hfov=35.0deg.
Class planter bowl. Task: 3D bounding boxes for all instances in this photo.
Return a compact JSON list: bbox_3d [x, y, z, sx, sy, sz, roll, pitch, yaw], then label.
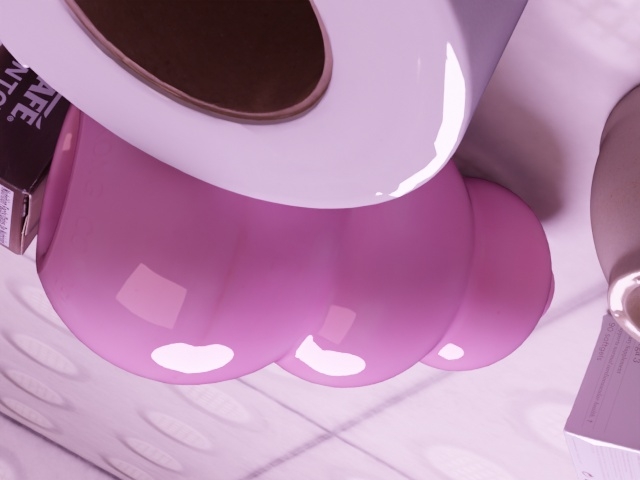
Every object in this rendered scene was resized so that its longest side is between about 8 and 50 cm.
[{"bbox_3d":[0.216,0.001,0.547,0.162,0.109,0.162,22,152,12],"label":"planter bowl"}]

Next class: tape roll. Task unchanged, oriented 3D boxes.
[{"bbox_3d":[-0.021,-0.153,0.431,0.246,0.169,0.246,22,153,12],"label":"tape roll"}]

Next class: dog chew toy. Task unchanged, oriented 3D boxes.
[{"bbox_3d":[0.000,0.000,0.639,0.332,0.206,0.207,13,159,-22],"label":"dog chew toy"}]

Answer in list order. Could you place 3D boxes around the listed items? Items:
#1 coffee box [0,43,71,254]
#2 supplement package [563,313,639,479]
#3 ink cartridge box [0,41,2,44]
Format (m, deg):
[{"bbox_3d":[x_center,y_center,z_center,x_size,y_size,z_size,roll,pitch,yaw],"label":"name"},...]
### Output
[{"bbox_3d":[-0.286,-0.144,0.696,0.297,0.168,0.119,30,153,-5],"label":"coffee box"},{"bbox_3d":[0.282,0.138,0.729,0.179,0.105,0.105,11,148,30],"label":"supplement package"},{"bbox_3d":[-0.297,-0.159,0.534,0.261,0.296,0.066,27,153,1],"label":"ink cartridge box"}]
